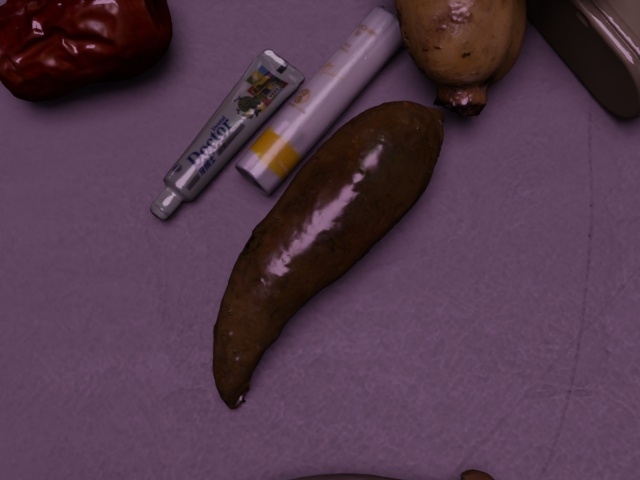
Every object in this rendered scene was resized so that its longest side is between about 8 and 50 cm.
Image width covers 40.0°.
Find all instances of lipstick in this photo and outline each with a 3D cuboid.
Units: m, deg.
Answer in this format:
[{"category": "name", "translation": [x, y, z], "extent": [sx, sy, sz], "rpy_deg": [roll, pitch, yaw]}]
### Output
[{"category": "lipstick", "translation": [0.003, -0.170, 1.065], "extent": [0.059, 0.059, 0.264], "rpy_deg": [40, 82, 12]}]

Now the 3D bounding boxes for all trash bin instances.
[{"category": "trash bin", "translation": [0.392, -0.303, 1.040], "extent": [0.247, 0.121, 0.243], "rpy_deg": [-35, 77, -8]}]

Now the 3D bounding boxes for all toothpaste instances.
[{"category": "toothpaste", "translation": [-0.120, -0.128, 1.078], "extent": [0.067, 0.037, 0.255], "rpy_deg": [37, 78, 11]}]

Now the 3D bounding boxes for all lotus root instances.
[{"category": "lotus root", "translation": [0.156, -0.283, 1.007], "extent": [0.160, 0.146, 0.284], "rpy_deg": [-9, 98, -31]}]

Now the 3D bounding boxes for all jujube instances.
[{"category": "jujube", "translation": [-0.293, -0.254, 1.063], "extent": [0.230, 0.155, 0.155], "rpy_deg": [-23, 76, 5]}]

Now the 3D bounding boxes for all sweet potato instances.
[{"category": "sweet potato", "translation": [-0.005, -0.001, 0.996], "extent": [0.131, 0.130, 0.422], "rpy_deg": [37, 84, 11]}]

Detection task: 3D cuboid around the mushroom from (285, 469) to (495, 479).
[{"category": "mushroom", "translation": [0.027, 0.308, 0.924], "extent": [0.350, 0.128, 0.128], "rpy_deg": [-4, 77, -1]}]
